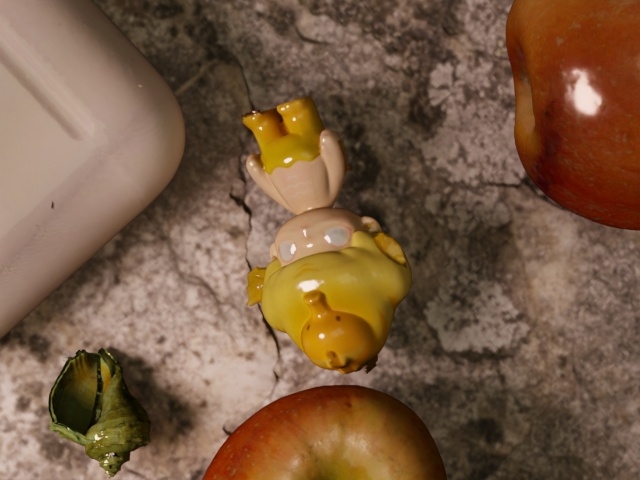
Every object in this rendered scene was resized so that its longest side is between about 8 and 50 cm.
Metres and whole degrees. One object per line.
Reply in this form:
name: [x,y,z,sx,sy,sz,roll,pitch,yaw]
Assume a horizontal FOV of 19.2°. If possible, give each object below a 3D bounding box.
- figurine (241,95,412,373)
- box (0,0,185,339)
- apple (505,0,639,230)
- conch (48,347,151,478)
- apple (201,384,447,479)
figurine: [0.000,0.000,1.643,0.156,0.131,0.246,-14,90,25]
box: [-0.309,-0.074,1.587,0.349,0.141,0.288,-44,93,-8]
apple: [0.268,-0.137,1.644,0.253,0.253,0.253,1,86,-9]
conch: [-0.192,0.147,1.623,0.089,0.074,0.121,9,60,-42]
apple: [-0.002,0.237,1.604,0.235,0.173,0.210,-33,87,-19]
